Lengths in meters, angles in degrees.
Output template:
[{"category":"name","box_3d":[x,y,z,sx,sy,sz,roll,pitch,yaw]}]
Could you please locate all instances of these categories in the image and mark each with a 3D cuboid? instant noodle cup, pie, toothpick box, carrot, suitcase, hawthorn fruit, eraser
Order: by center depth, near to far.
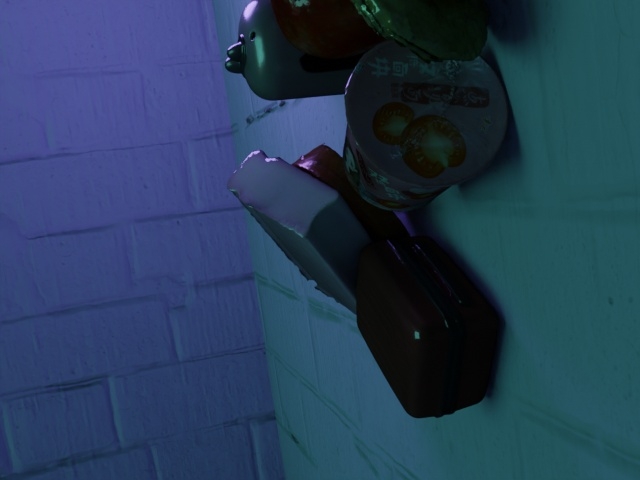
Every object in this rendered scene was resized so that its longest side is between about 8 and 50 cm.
[{"category":"pie","box_3d":[0.118,-0.356,0.998,0.071,0.307,0.306,-45,52,39]},{"category":"instant noodle cup","box_3d":[0.141,-0.165,1.159,0.231,0.243,0.242,116,142,-75]},{"category":"hawthorn fruit","box_3d":[0.072,-0.453,1.210,0.331,0.287,0.286,-1,101,30]},{"category":"suitcase","box_3d":[0.180,0.146,1.318,0.297,0.161,0.236,-119,24,-52]},{"category":"toothpick box","box_3d":[-0.032,-0.385,1.470,0.229,0.317,0.228,170,90,-76]},{"category":"eraser","box_3d":[0.000,0.000,1.489,0.272,0.122,0.359,30,166,43]},{"category":"carrot","box_3d":[0.070,-0.078,1.502,0.307,0.100,0.258,38,172,40]}]
